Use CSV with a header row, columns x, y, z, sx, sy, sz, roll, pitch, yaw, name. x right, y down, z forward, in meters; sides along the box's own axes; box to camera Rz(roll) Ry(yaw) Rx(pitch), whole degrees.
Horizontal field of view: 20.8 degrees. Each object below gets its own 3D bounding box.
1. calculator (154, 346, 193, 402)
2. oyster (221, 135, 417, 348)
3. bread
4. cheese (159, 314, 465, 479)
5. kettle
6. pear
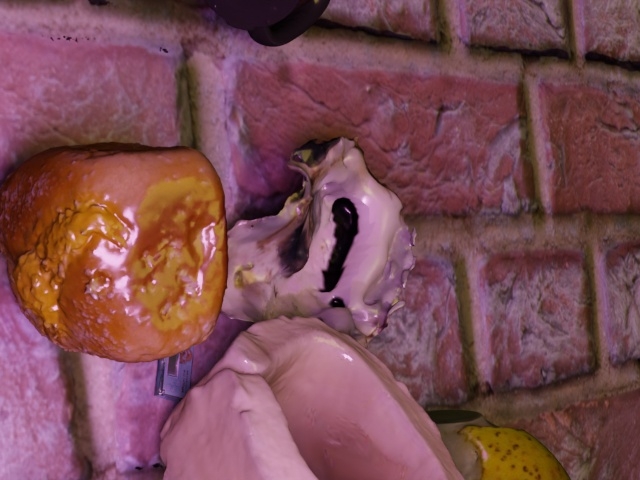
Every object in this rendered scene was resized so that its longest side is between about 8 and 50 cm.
x,y,z,sx,sy,sz,roll,pitch,yaw,name
-0.150,0.086,1.871,0.057,0.018,0.172,23,68,-52,calculator
-0.001,0.000,2.033,0.238,0.114,0.351,52,40,-28,oyster
-0.208,0.008,1.616,0.176,0.246,0.196,-9,99,-30,bread
-0.011,0.232,1.801,0.292,0.153,0.332,7,39,-46,cheese
-0.031,-0.321,2.008,0.232,0.144,0.202,-38,137,-55,kettle
0.166,0.338,2.083,0.176,0.281,0.286,29,61,-61,pear
